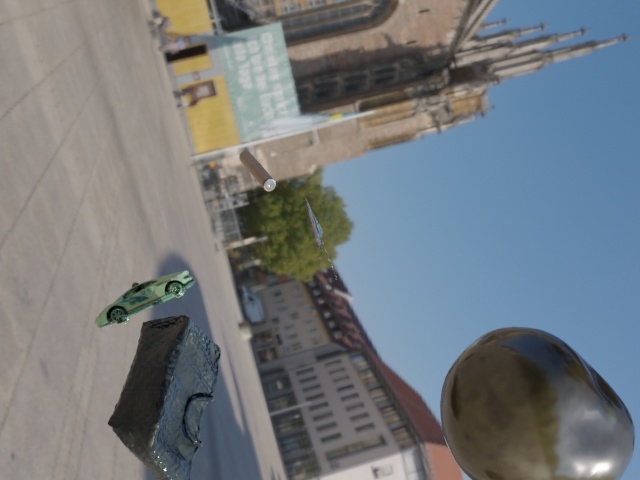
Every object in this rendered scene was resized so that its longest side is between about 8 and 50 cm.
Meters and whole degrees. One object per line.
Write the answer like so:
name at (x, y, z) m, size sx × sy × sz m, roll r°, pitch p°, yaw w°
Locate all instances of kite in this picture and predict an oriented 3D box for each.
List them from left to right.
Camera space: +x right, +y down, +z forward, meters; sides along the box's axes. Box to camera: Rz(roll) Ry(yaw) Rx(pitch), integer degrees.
kite at (0.001, 0.000, 1.220) m, size 0.137 × 0.005 × 0.153 m, roll -74°, pitch 143°, yaw -77°

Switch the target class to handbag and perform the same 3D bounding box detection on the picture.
handbag at (-0.221, 0.237, 1.118) m, size 0.175 × 0.088 × 0.270 m, roll 61°, pitch 29°, yaw -43°

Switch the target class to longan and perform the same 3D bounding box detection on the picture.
longan at (0.270, 0.225, 0.922) m, size 0.246 × 0.246 × 0.215 m, roll 101°, pitch 2°, yaw -74°

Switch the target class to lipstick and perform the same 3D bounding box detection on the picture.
lipstick at (-0.083, -0.092, 0.957) m, size 0.094 × 0.019 × 0.019 m, roll -130°, pitch -156°, yaw -51°

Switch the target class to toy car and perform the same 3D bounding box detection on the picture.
toy car at (-0.309, 0.098, 1.274) m, size 0.058 × 0.186 × 0.093 m, roll 65°, pitch -9°, yaw 1°
